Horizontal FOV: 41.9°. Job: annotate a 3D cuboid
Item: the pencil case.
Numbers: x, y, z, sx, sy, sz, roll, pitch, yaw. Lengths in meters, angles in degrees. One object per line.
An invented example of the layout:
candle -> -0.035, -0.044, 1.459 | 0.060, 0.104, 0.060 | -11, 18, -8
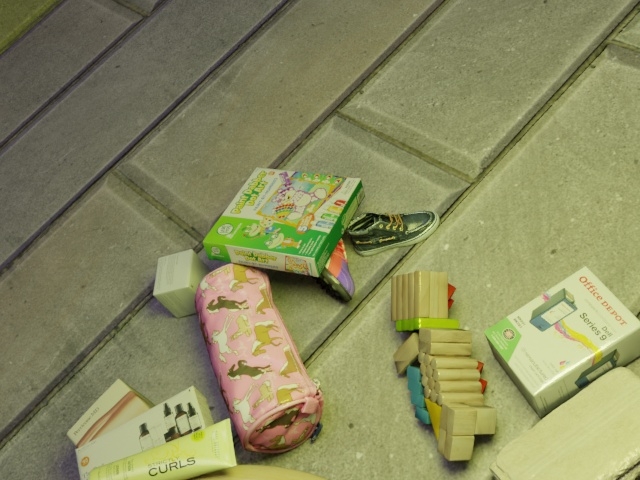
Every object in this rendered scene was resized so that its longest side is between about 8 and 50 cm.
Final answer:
pencil case -> -0.123, 0.211, 1.577 | 0.167, 0.160, 0.386 | -7, 43, -22

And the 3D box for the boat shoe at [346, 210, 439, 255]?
boat shoe -> 0.145, -0.029, 1.674 | 0.183, 0.083, 0.065 | -21, 49, 10

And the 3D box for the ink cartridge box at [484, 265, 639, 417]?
ink cartridge box -> 0.407, 0.167, 1.391 | 0.212, 0.093, 0.154 | -31, 47, -1

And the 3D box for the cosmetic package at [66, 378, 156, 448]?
cosmetic package -> -0.315, 0.407, 1.539 | 0.296, 0.129, 0.153 | 30, 73, 39

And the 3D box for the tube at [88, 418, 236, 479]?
tube -> -0.255, 0.363, 1.360 | 0.240, 0.062, 0.070 | -18, 85, 3

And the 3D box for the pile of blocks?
pile of blocks -> 0.217, 0.214, 1.459 | 0.113, 0.149, 0.362 | 5, 56, -24

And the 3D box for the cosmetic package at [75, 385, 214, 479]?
cosmetic package -> -0.302, 0.355, 1.445 | 0.239, 0.060, 0.099 | -29, 47, 1

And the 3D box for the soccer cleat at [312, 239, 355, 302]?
soccer cleat -> 0.000, 0.000, 1.714 | 0.116, 0.108, 0.318 | -34, 45, -6

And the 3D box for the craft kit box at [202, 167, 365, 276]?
craft kit box -> -0.070, -0.044, 1.675 | 0.247, 0.061, 0.250 | 5, 43, 25

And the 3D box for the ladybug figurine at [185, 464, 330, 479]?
ladybug figurine -> -0.092, 0.502, 1.296 | 0.449, 0.161, 0.305 | 9, 35, 20

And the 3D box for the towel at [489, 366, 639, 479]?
towel -> 0.405, 0.314, 1.261 | 0.282, 0.049, 0.187 | -34, 22, -3

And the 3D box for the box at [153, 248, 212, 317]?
box -> -0.291, 0.092, 1.786 | 0.087, 0.102, 0.101 | -15, 50, 18
